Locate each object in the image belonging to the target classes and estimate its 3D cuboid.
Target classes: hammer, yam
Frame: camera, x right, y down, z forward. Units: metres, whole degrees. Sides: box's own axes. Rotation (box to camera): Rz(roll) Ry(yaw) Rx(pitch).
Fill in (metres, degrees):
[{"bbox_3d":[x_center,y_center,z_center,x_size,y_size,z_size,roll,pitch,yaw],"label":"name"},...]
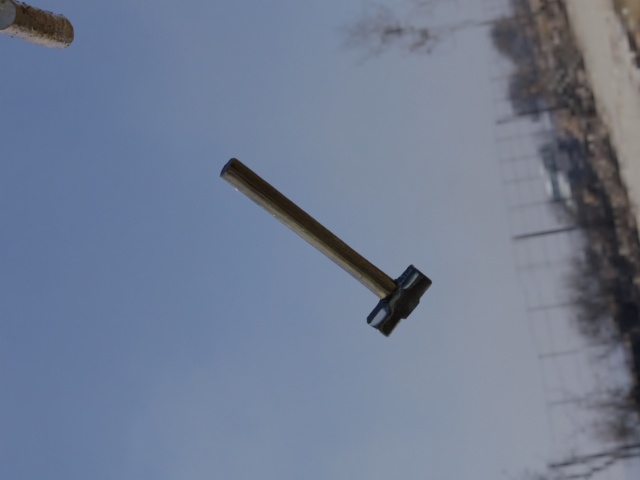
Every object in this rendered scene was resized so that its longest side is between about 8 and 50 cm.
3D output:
[{"bbox_3d":[0.000,0.000,2.027,0.365,0.111,0.043,38,-177,-21],"label":"hammer"},{"bbox_3d":[-0.232,-0.174,1.126,0.145,0.032,0.032,-18,-81,-81],"label":"yam"}]
